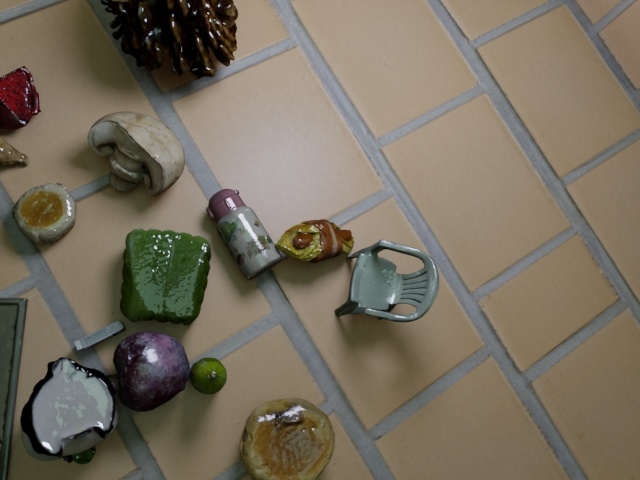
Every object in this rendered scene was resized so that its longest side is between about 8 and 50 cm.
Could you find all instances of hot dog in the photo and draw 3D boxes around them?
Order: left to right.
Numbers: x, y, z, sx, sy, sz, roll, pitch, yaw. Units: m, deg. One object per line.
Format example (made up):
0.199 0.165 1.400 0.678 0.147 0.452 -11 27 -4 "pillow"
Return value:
0.000 -0.005 1.549 0.261 0.093 0.123 -13 68 -39 "hot dog"

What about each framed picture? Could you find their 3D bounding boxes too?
-0.901 0.355 1.331 0.325 0.028 0.447 3 76 -12 "framed picture"

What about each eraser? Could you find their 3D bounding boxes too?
-0.562 0.244 1.421 0.122 0.052 0.029 -27 83 -18 "eraser"

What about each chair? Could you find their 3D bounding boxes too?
0.175 0.121 1.504 0.190 0.274 0.204 16 76 -9 "chair"

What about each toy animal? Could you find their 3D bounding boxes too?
-0.567 0.405 1.266 0.212 0.267 0.213 10 57 -16 "toy animal"

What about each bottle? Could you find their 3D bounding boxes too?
-0.218 -0.024 1.531 0.120 0.120 0.253 -32 84 -18 "bottle"

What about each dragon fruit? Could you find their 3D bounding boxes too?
-0.841 -0.381 1.502 0.127 0.121 0.161 -6 43 26 "dragon fruit"

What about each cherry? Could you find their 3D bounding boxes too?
-0.419 0.317 1.375 0.195 0.195 0.195 3 76 -12 "cherry"

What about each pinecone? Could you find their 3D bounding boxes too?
-0.406 -0.642 1.512 0.397 0.398 0.398 3 76 -12 "pinecone"

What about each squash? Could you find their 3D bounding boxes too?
-0.282 0.341 1.392 0.095 0.188 0.095 2 79 -12 "squash"

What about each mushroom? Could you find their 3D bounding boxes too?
-0.480 -0.237 1.506 0.253 0.195 0.189 40 39 2 "mushroom"

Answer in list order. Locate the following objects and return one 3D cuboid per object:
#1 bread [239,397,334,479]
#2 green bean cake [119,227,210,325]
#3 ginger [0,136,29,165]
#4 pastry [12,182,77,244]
-0.091 0.517 1.423 0.244 0.134 0.245 4 73 -13 "bread"
-0.408 0.101 1.457 0.222 0.125 0.248 8 73 -9 "green bean cake"
-0.902 -0.250 1.427 0.270 0.123 0.219 30 95 -14 "ginger"
-0.714 -0.072 1.446 0.165 0.088 0.166 4 73 -13 "pastry"
